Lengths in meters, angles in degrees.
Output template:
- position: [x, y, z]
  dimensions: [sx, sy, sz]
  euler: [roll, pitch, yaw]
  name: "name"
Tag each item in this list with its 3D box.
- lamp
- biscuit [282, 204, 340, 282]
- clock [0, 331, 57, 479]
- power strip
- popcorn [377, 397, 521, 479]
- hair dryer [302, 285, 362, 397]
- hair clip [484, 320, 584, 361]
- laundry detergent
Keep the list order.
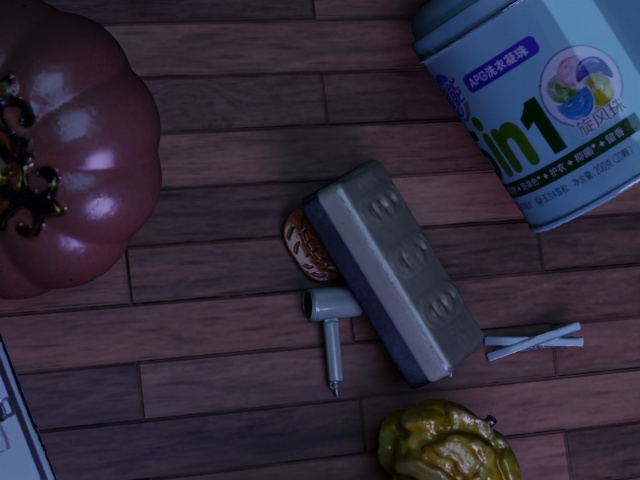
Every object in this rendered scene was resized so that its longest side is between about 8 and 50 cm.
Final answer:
- position: [-0.296, -0.095, 1.705]
  dimensions: [0.305, 0.239, 0.305]
  euler: [4, 104, 17]
  name: "lamp"
- position: [0.000, 0.000, 1.914]
  dimensions: [0.078, 0.015, 0.091]
  euler: [-38, 95, -21]
  name: "biscuit"
- position: [-0.368, 0.189, 1.717]
  dimensions: [0.147, 0.071, 0.192]
  euler: [-21, 89, -22]
  name: "clock"
- position: [0.086, 0.040, 1.891]
  dimensions: [0.256, 0.070, 0.105]
  euler: [60, 37, -3]
  name: "power strip"
- position: [0.139, 0.243, 1.859]
  dimensions: [0.167, 0.148, 0.152]
  euler: [41, 98, 9]
  name: "popcorn"
- position: [0.019, 0.113, 1.893]
  dimensions: [0.063, 0.038, 0.124]
  euler: [-5, 88, -21]
  name: "hair dryer"
- position: [0.245, 0.119, 1.980]
  dimensions: [0.115, 0.039, 0.030]
  euler: [-7, 74, -10]
  name: "hair clip"
- position: [0.272, -0.211, 1.905]
  dimensions: [0.287, 0.287, 0.305]
  euler: [-36, 94, -22]
  name: "laundry detergent"
